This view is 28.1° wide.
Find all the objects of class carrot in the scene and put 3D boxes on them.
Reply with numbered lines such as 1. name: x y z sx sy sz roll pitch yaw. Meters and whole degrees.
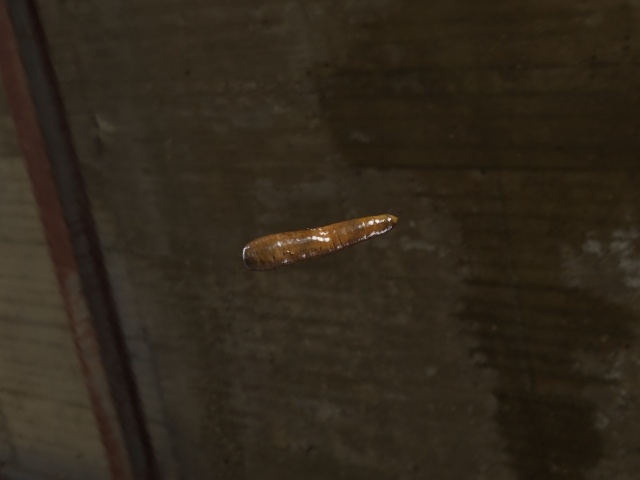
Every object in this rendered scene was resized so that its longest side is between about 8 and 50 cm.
1. carrot: 0.000 0.001 1.285 0.035 0.165 0.035 167 -90 -83
